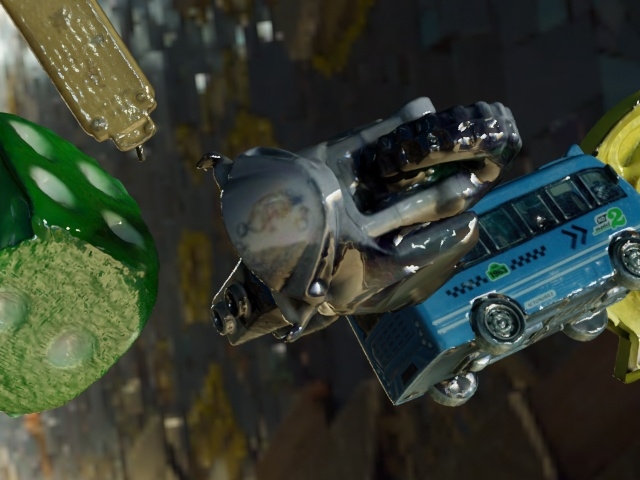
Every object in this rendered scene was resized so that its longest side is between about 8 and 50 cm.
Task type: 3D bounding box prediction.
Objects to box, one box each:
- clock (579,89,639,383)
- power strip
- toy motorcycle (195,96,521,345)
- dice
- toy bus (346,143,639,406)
[{"bbox_3d":[0.365,-0.023,1.839,0.277,0.293,0.071,-14,17,-19],"label":"clock"},{"bbox_3d":[-0.216,-0.192,1.389,0.064,0.305,0.044,-33,8,-4],"label":"power strip"},{"bbox_3d":[0.000,0.000,0.975,0.159,0.106,0.270,-19,-13,-27],"label":"toy motorcycle"},{"bbox_3d":[-0.175,0.014,1.037,0.120,0.131,0.128,29,18,-38],"label":"dice"},{"bbox_3d":[0.144,0.026,1.390,0.246,0.134,0.113,-24,-18,-29],"label":"toy bus"}]
